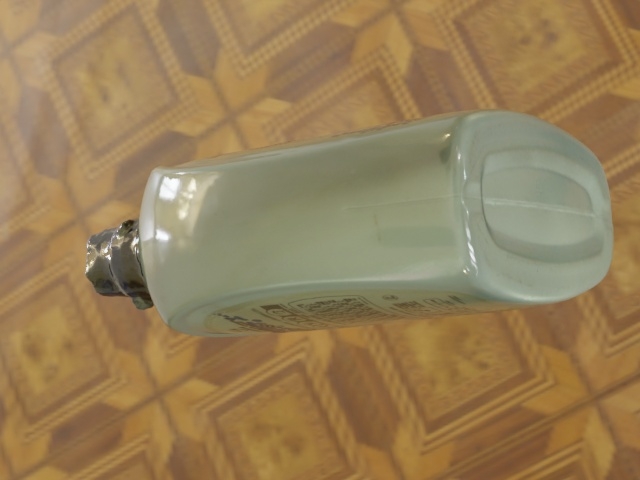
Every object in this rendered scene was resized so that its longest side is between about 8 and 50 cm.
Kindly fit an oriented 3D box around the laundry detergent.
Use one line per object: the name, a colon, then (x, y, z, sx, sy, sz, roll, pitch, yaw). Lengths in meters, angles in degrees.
laundry detergent: (0.000, 0.000, 0.903, 0.280, 0.215, 0.105, -10, 84, 33)
